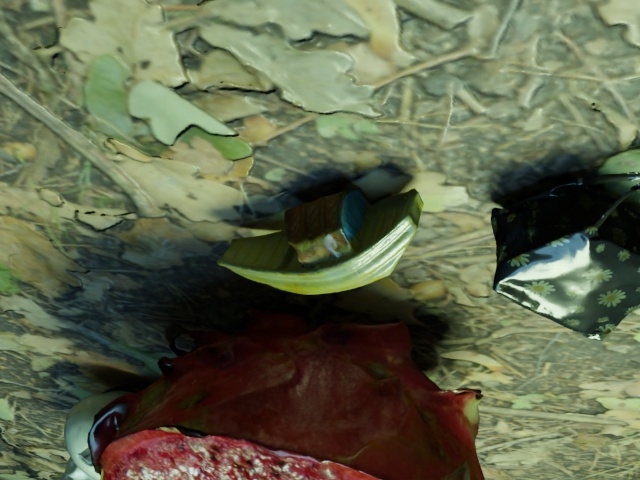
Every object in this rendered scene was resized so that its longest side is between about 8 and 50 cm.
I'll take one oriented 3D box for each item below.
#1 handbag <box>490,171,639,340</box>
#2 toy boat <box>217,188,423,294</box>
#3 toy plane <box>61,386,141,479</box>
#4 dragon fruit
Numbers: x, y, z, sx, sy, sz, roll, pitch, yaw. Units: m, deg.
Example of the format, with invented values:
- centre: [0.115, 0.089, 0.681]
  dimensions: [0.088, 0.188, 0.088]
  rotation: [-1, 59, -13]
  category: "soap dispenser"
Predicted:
- centre: [0.196, -0.006, 0.646]
  dimensions: [0.115, 0.072, 0.139]
  rotation: [26, 134, -26]
  category: "handbag"
- centre: [0.000, 0.000, 0.706]
  dimensions: [0.172, 0.065, 0.066]
  rotation: [-16, 121, 36]
  category: "toy boat"
- centre: [-0.185, 0.250, 1.143]
  dimensions: [0.266, 0.123, 0.267]
  rotation: [-5, 138, -4]
  category: "toy plane"
- centre: [-0.003, 0.204, 0.895]
  dimensions: [0.386, 0.249, 0.371]
  rotation: [-22, 123, 37]
  category: "dragon fruit"
